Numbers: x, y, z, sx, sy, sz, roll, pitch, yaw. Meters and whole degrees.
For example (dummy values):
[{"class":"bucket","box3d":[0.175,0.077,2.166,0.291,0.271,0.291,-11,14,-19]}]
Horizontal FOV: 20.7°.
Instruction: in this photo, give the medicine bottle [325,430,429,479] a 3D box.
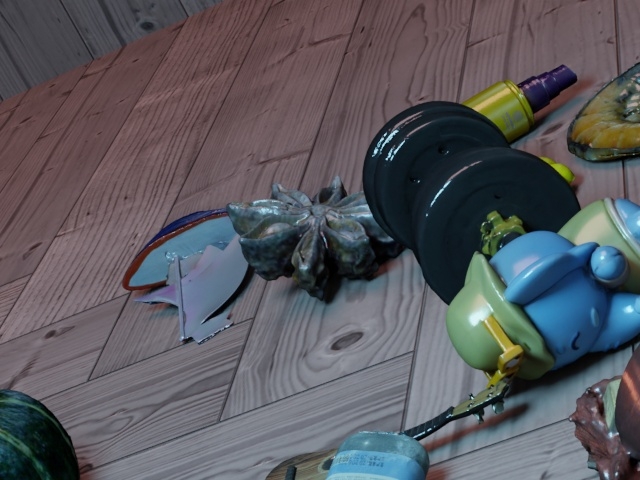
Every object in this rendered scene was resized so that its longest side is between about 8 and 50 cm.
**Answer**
[{"class":"medicine bottle","box3d":[0.034,0.258,1.576,0.090,0.054,0.208,3,39,19]}]

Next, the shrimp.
[{"class":"shrimp","box3d":[0.436,-0.185,2.132,0.290,0.054,0.222,-37,21,-13]}]

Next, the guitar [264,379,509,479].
[{"class":"guitar","box3d":[0.068,0.203,1.702,0.271,0.038,0.084,-25,21,15]}]

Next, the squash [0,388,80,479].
[{"class":"squash","box3d":[-0.388,0.277,1.936,0.252,0.165,0.252,-28,21,12]}]

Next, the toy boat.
[{"class":"toy boat","box3d":[-0.148,0.031,2.365,0.219,0.072,0.318,-36,25,-13]}]

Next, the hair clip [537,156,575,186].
[{"class":"hair clip","box3d":[0.251,-0.077,2.130,0.072,0.046,0.173,-36,23,-9]}]

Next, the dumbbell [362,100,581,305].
[{"class":"dumbbell","box3d":[0.163,-0.041,1.959,0.185,0.185,0.388,-29,19,-2]}]

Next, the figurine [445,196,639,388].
[{"class":"figurine","box3d":[0.245,0.040,1.710,0.262,0.154,0.180,-33,9,-1]}]

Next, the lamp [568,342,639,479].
[{"class":"lamp","box3d":[0.297,0.131,1.422,0.223,0.151,0.215,-25,16,15]}]

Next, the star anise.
[{"class":"star anise","box3d":[-0.001,0.000,2.187,0.223,0.109,0.236,17,30,32]}]

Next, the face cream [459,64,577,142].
[{"class":"face cream","box3d":[0.217,-0.155,2.312,0.273,0.078,0.078,-31,20,-6]}]
